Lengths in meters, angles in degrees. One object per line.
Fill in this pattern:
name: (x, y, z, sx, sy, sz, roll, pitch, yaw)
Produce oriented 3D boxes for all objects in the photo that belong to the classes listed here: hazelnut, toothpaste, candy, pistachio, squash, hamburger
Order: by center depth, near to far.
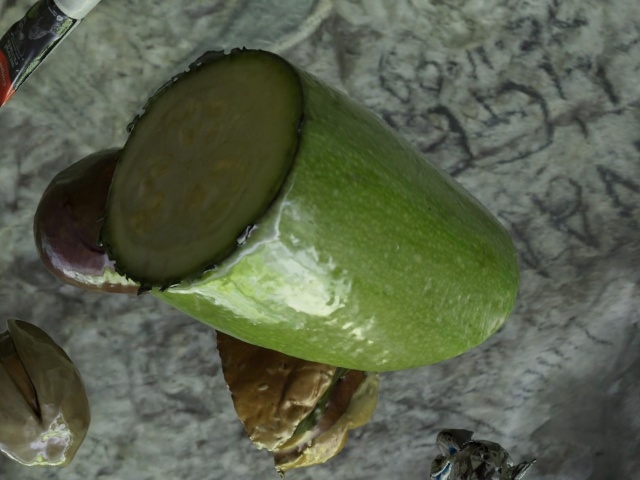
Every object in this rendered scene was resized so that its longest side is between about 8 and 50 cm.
squash: (0.000, 0.000, 0.722, 0.189, 0.260, 0.189, -20, -124, 32)
pistachio: (-0.324, 0.166, 1.122, 0.124, 0.124, 0.185, -51, -125, 23)
toothpaste: (-0.316, -0.228, 1.140, 0.193, 0.045, 0.071, -33, -110, 31)
candy: (0.188, 0.275, 1.217, 0.051, 0.226, 0.094, 20, -102, -14)
hamburger: (-0.020, 0.104, 1.264, 0.209, 0.162, 0.330, -22, -139, -1)
hazelnut: (-0.276, -0.025, 1.417, 0.233, 0.218, 0.218, 4, -84, -10)
